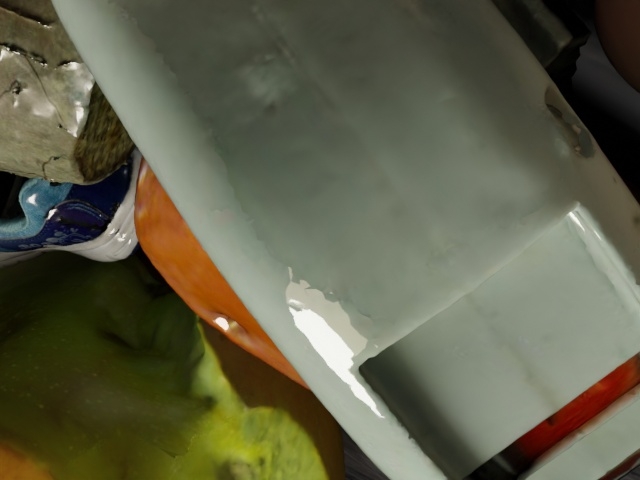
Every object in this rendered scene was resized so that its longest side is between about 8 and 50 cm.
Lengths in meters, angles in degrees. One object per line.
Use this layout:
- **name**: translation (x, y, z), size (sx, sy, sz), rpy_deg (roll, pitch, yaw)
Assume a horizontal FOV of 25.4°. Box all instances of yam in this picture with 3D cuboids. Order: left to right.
- **yam**: translation (-0.183, -0.114, 0.681), size (0.254, 0.154, 0.154), rpy_deg (18, 153, 15)

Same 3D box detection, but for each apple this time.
- **apple**: translation (-0.153, 0.163, 0.948), size (0.374, 0.374, 0.384), rpy_deg (23, 160, 14)

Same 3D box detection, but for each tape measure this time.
- **tape measure**: translation (0.034, -0.020, 0.471), size (0.243, 0.125, 0.246), rpy_deg (53, -178, 15)

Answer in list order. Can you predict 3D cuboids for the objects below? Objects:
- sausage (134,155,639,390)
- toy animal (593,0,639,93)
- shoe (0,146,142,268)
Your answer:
- **sausage**: translation (0.045, 0.005, 0.662), size (0.268, 0.141, 0.153), rpy_deg (28, 156, 0)
- **toy animal**: translation (0.169, -0.054, 0.397), size (0.171, 0.171, 0.197), rpy_deg (26, 155, 8)
- **shoe**: translation (-0.196, -0.037, 0.883), size (0.207, 0.091, 0.106), rpy_deg (-2, 157, 41)
